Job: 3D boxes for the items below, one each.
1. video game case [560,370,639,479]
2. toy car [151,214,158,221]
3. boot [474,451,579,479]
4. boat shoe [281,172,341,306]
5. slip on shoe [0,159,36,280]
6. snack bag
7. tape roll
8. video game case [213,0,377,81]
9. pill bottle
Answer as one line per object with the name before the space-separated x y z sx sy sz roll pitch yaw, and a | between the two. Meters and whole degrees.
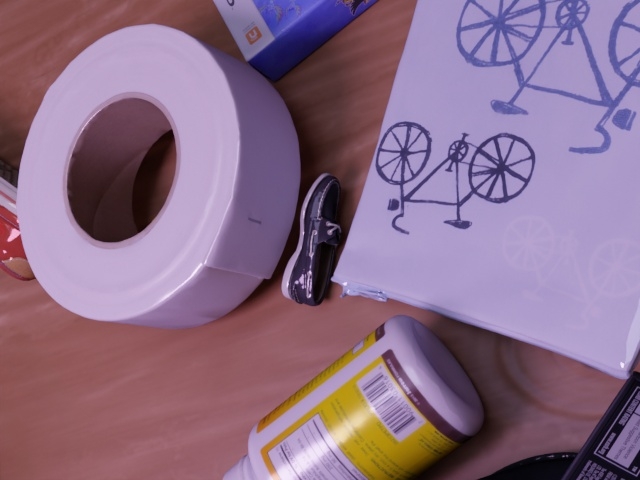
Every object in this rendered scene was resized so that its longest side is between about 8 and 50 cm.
video game case | 0.256 0.238 0.628 0.248 0.035 0.275 26 54 29
toy car | -0.117 -0.020 0.987 0.122 0.040 0.060 -27 66 19
boot | 0.086 0.222 0.716 0.246 0.207 0.094 -25 66 20
boat shoe | 0.000 0.000 0.914 0.038 0.046 0.125 18 89 35
slip on shoe | -0.415 -0.059 1.120 0.331 0.123 0.101 31 96 26
snack bag | 0.177 -0.080 0.813 0.323 0.037 0.343 16 87 43
tape roll | -0.160 -0.057 0.941 0.286 0.100 0.286 -7 77 31
video game case | -0.009 -0.339 1.001 0.269 0.061 0.244 -36 64 16
pill bottle | 0.022 0.168 0.817 0.215 0.117 0.117 -39 62 14
